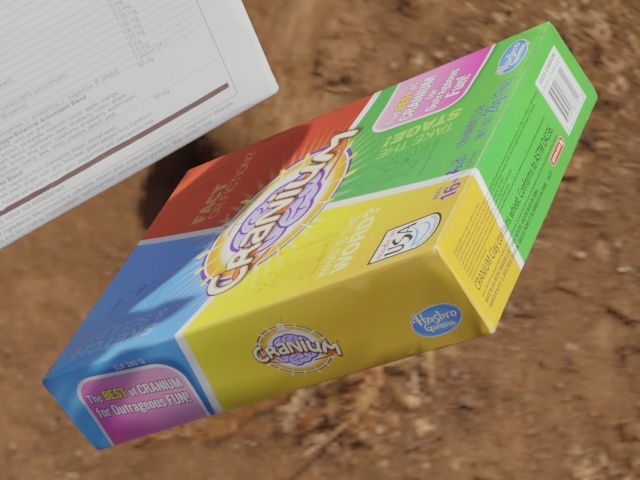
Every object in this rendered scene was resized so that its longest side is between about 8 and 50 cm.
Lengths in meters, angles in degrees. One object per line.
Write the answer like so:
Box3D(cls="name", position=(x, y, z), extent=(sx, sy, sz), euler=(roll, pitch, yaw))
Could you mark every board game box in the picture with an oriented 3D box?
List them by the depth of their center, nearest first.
Box3D(cls="board game box", position=(0.000, 0.000, 1.179), extent=(0.316, 0.242, 0.064), euler=(-20, 116, 36))

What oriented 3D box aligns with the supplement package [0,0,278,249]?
Box3D(cls="supplement package", position=(-0.132, -0.137, 0.634), extent=(0.139, 0.244, 0.134), euler=(-30, 45, -7))
